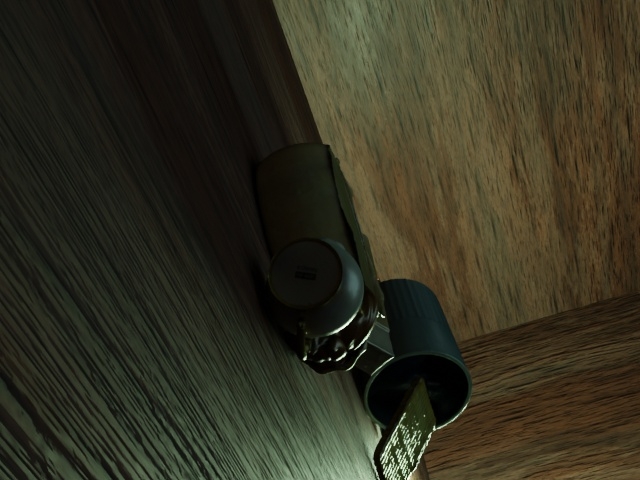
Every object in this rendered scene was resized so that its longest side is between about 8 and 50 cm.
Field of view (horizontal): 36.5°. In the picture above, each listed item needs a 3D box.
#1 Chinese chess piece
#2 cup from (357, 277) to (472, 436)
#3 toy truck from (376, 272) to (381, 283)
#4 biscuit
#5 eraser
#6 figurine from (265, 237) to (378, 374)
[{"bbox_3d":[0.000,0.000,1.645,0.338,0.141,0.338,-18,90,-84],"label":"Chinese chess piece"},{"bbox_3d":[0.220,0.299,2.400,0.311,0.257,0.331,-102,172,-55],"label":"cup"},{"bbox_3d":[0.095,0.107,2.515,0.252,0.108,0.114,66,9,-46],"label":"toy truck"},{"bbox_3d":[0.189,0.447,2.174,0.254,0.029,0.172,-55,139,-40],"label":"biscuit"},{"bbox_3d":[0.048,0.093,1.903,0.144,0.078,0.343,31,30,-33],"label":"eraser"},{"bbox_3d":[0.002,0.093,1.381,0.263,0.142,0.189,66,40,-65],"label":"figurine"}]
